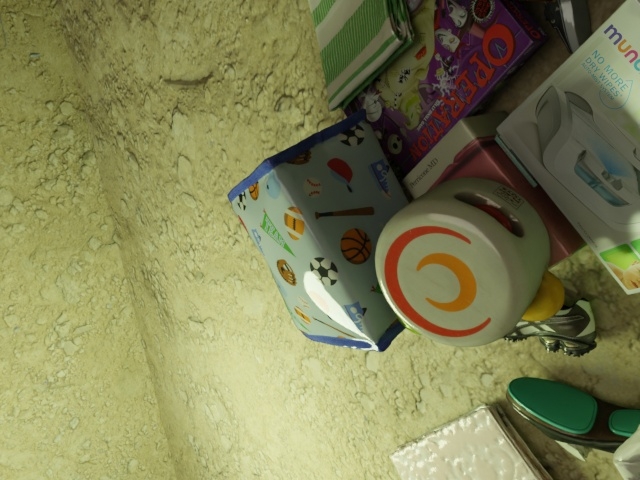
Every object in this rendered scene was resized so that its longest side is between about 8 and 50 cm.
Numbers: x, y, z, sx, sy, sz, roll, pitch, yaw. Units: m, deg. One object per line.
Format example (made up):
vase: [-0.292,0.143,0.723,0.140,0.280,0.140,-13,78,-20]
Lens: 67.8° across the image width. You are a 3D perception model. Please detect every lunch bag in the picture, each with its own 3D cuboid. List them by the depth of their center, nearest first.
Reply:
lunch bag: [0.000,0.000,0.855,0.328,0.238,0.385,61,152,-4]

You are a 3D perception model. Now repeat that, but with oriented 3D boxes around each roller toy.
roller toy: [0.183,0.022,0.606,0.209,0.146,0.191,-7,107,41]

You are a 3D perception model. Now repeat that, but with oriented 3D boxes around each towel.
towel: [0.040,-0.415,0.801,0.248,0.038,0.325,-27,74,62]
towel: [0.315,0.500,0.909,0.317,0.053,0.332,56,137,17]

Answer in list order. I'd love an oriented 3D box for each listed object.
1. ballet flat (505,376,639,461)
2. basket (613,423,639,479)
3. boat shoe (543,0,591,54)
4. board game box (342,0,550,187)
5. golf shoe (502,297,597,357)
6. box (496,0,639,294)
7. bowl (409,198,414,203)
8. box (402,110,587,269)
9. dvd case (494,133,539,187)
ballet flat: [0.412,0.282,0.694,0.280,0.095,0.096,4,119,47]
basket: [0.525,0.177,0.394,0.331,0.266,0.328,45,133,28]
boat shoe: [0.304,-0.300,0.602,0.040,0.049,0.142,3,129,54]
board game box: [0.162,-0.257,0.751,0.208,0.056,0.347,55,147,12]
golf shoe: [0.324,0.115,0.747,0.198,0.077,0.094,5,98,39]
box: [0.362,-0.101,0.497,0.262,0.126,0.231,55,164,7]
bowl: [0.204,-0.006,0.838,0.142,0.053,0.142,56,137,18]
box: [0.259,-0.052,0.703,0.232,0.126,0.149,57,138,15]
dvd case: [0.308,-0.135,0.637,0.087,0.119,0.013,57,172,15]
